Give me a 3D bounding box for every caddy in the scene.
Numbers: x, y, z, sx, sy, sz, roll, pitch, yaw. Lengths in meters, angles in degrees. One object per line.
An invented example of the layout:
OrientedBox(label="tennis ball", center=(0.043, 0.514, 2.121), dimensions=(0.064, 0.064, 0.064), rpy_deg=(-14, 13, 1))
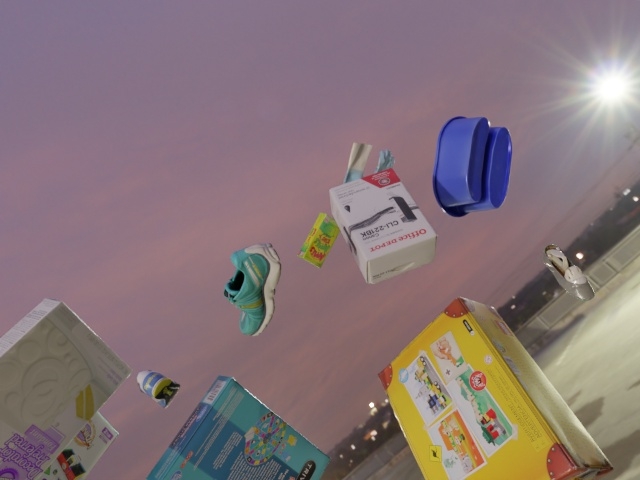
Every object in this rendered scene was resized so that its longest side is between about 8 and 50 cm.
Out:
OrientedBox(label="caddy", center=(0.488, -0.246, 1.605), dimensions=(0.241, 0.179, 0.341), rpy_deg=(11, -95, -36))

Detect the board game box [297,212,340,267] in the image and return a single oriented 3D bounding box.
OrientedBox(label="board game box", center=(0.000, 0.000, 1.786), dimensions=(0.092, 0.043, 0.181), rpy_deg=(33, -99, -35))

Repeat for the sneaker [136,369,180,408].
OrientedBox(label="sneaker", center=(-0.321, 0.291, 0.962), dimensions=(0.144, 0.059, 0.053), rpy_deg=(96, -160, -58))

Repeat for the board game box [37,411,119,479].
OrientedBox(label="board game box", center=(-0.640, 0.500, 1.092), dimensions=(0.316, 0.064, 0.242), rpy_deg=(-58, -44, -46))

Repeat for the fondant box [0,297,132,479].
OrientedBox(label="fondant box", center=(-0.591, 0.318, 0.986), dimensions=(0.330, 0.096, 0.238), rpy_deg=(-52, -53, -33))

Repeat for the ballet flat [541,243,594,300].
OrientedBox(label="ballet flat", center=(0.724, 0.088, 1.427), dimensions=(0.072, 0.213, 0.068), rpy_deg=(-17, -51, -3))

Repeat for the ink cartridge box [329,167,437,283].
OrientedBox(label="ink cartridge box", center=(0.164, -0.044, 1.312), dimensions=(0.197, 0.272, 0.114), rpy_deg=(-20, -36, -7))

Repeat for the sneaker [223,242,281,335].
OrientedBox(label="sneaker", center=(-0.167, 0.113, 1.098), dimensions=(0.110, 0.107, 0.275), rpy_deg=(-10, -46, -25))

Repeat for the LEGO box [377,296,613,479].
OrientedBox(label="LEGO box", center=(0.418, 0.464, 1.289), dimensions=(0.193, 0.500, 0.372), rpy_deg=(19, -58, -35))

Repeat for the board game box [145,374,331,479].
OrientedBox(label="board game box", center=(-0.167, 0.506, 1.078), dimensions=(0.079, 0.336, 0.253), rpy_deg=(-15, 34, 54))

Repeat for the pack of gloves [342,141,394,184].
OrientedBox(label="pack of gloves", center=(0.176, -0.218, 1.718), dimensions=(0.195, 0.046, 0.231), rpy_deg=(2, -68, -32))
